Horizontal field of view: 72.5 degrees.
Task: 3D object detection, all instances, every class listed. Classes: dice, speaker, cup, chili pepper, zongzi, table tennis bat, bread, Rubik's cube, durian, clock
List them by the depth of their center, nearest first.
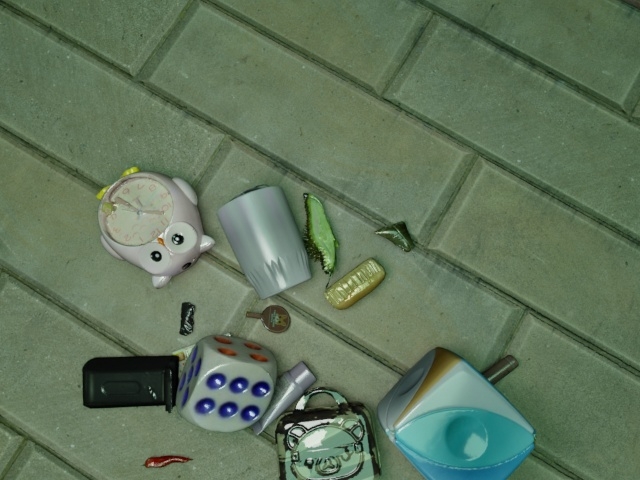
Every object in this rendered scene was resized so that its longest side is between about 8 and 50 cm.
[{"bbox_3d":[0.419,0.591,1.425,0.347,0.352,0.351,-44,87,-5],"label":"Rubik's cube"},{"bbox_3d":[-0.312,0.466,1.452,0.259,0.251,0.243,21,91,-22],"label":"dice"},{"bbox_3d":[-0.657,0.498,1.502,0.389,0.184,0.179,-4,84,5],"label":"speaker"},{"bbox_3d":[-0.545,0.783,1.552,0.178,0.045,0.027,0,91,-6],"label":"chili pepper"},{"bbox_3d":[-0.194,0.006,1.555,0.254,0.253,0.371,-22,85,-3],"label":"cup"},{"bbox_3d":[-0.577,-0.043,1.561,0.368,0.250,0.376,-40,78,-6],"label":"clock"},{"bbox_3d":[0.129,0.161,1.589,0.236,0.140,0.106,-36,87,-1],"label":"bread"},{"bbox_3d":[-0.003,-0.001,1.623,0.132,0.106,0.374,-15,76,-6],"label":"durian"},{"bbox_3d":[-0.210,0.307,1.635,0.170,0.119,0.107,14,55,-20],"label":"table tennis bat"},{"bbox_3d":[0.283,0.016,1.644,0.131,0.062,0.154,-19,83,-13],"label":"zongzi"}]

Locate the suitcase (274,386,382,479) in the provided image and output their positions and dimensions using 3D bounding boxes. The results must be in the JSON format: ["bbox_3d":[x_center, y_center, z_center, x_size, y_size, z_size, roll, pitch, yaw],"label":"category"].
[{"bbox_3d":[0.021,0.678,1.496,0.352,0.194,0.338,-8,72,-1],"label":"suitcase"}]

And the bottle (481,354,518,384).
[{"bbox_3d":[0.652,0.474,1.591,0.140,0.053,0.053,-35,84,-5],"label":"bottle"}]

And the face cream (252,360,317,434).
[{"bbox_3d":[-0.143,0.549,1.548,0.274,0.154,0.096,-38,123,-8],"label":"face cream"}]

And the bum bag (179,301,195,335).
[{"bbox_3d":[-0.496,0.291,1.622,0.058,0.034,0.124,-3,82,13],"label":"bum bag"}]

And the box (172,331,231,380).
[{"bbox_3d":[-0.421,0.430,1.604,0.221,0.032,0.122,-19,83,-3],"label":"box"}]
